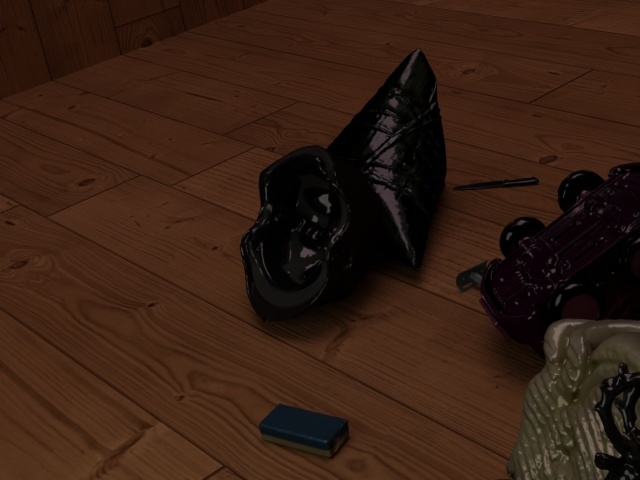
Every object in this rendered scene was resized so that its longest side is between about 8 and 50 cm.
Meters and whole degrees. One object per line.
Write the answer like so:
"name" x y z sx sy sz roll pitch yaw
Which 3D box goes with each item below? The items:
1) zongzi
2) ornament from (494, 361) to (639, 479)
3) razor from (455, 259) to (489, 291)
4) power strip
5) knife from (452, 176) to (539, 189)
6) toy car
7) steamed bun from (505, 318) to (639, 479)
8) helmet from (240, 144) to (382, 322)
"zongzi" 0.141 -0.093 1.955 0.383 0.319 0.362 -39 46 -16
"ornament" 0.250 0.220 1.039 0.202 0.236 0.080 25 12 40
"razor" 0.291 0.081 1.739 0.068 0.040 0.135 -25 35 -26
"power strip" -0.024 0.265 1.489 0.123 0.032 0.056 8 32 32
"knife" 0.348 -0.113 2.117 0.170 0.010 0.023 -5 28 12
"toy car" 0.424 0.061 1.561 0.341 0.240 0.271 -37 24 9
"steamed bun" 0.361 0.234 1.171 0.207 0.280 0.268 11 9 -21
"helmet" 0.000 0.000 1.802 0.225 0.305 0.177 11 -2 44
